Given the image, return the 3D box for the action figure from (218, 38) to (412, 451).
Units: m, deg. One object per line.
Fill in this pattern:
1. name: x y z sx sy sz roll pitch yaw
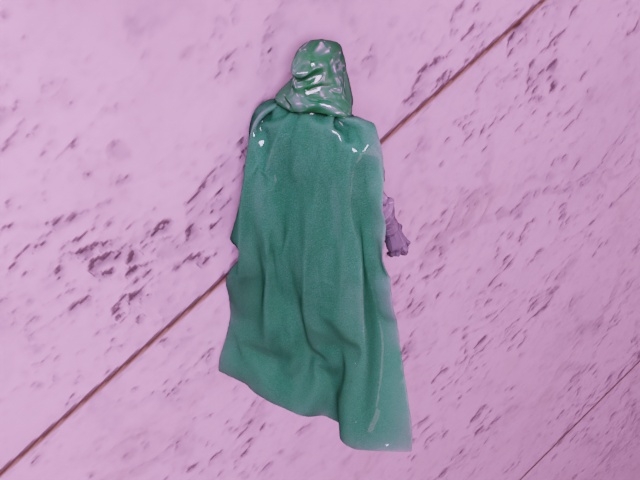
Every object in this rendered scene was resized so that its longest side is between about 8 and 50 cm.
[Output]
1. action figure: 0.000 0.000 0.570 0.063 0.137 0.232 -47 145 -48
